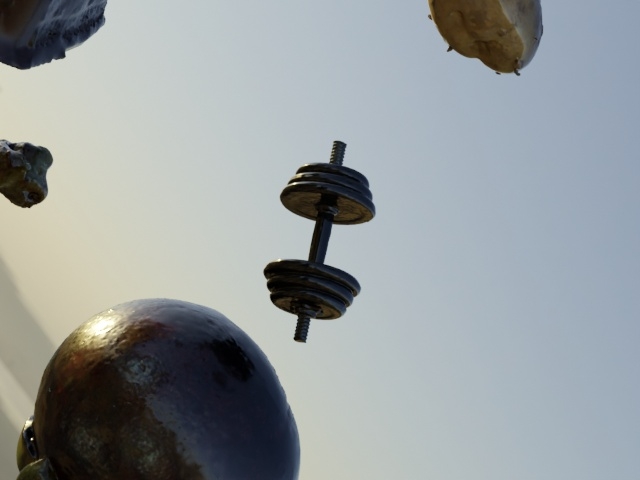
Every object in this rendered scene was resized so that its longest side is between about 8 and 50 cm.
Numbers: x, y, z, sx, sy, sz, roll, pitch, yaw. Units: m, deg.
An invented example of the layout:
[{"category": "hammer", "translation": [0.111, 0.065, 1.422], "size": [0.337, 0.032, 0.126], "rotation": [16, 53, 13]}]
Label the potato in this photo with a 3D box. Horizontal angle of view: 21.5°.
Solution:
[{"category": "potato", "translation": [0.176, -0.300, 1.906], "size": [0.161, 0.128, 0.234], "rotation": [-55, 126, -66]}]

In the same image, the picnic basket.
[{"category": "picnic basket", "translation": [-0.296, -0.300, 1.692], "size": [0.222, 0.129, 0.297], "rotation": [45, 22, -2]}]

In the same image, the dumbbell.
[{"category": "dumbbell", "translation": [0.000, 0.000, 1.660], "size": [0.099, 0.208, 0.099], "rotation": [11, -17, 3]}]

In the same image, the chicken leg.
[{"category": "chicken leg", "translation": [-0.506, -0.101, 1.914], "size": [0.211, 0.361, 0.140], "rotation": [12, 76, -73]}]

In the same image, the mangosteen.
[{"category": "mangosteen", "translation": [-0.173, 0.205, 1.703], "size": [0.300, 0.300, 0.300], "rotation": [51, -9, 11]}]
